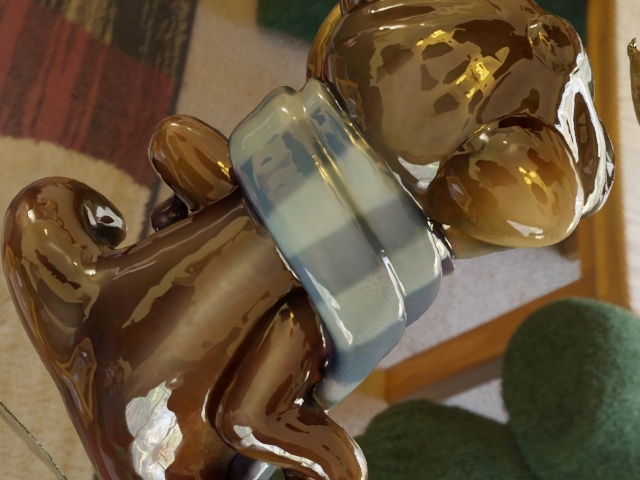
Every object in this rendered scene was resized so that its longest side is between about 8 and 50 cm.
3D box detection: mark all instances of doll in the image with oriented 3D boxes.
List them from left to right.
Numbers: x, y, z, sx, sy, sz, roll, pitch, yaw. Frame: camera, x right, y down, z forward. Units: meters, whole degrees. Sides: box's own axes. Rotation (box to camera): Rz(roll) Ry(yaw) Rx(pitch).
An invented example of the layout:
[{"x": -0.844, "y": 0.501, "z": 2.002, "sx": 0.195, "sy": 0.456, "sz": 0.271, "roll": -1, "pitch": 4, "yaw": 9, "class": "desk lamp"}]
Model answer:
[{"x": 0.002, "y": 0.002, "z": 0.636, "sx": 0.209, "sy": 0.340, "sz": 0.318, "roll": 30, "pitch": 23, "yaw": -51, "class": "doll"}]

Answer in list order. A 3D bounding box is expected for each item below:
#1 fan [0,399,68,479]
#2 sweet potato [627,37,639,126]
[{"x": -0.234, "y": 0.104, "z": 0.835, "sx": 0.132, "sy": 0.220, "sz": 0.009, "roll": 37, "pitch": 69, "yaw": 23, "class": "fan"}, {"x": 0.314, "y": -0.043, "z": 0.885, "sx": 0.269, "sy": 0.075, "sz": 0.075, "roll": 38, "pitch": 54, "yaw": -5, "class": "sweet potato"}]
